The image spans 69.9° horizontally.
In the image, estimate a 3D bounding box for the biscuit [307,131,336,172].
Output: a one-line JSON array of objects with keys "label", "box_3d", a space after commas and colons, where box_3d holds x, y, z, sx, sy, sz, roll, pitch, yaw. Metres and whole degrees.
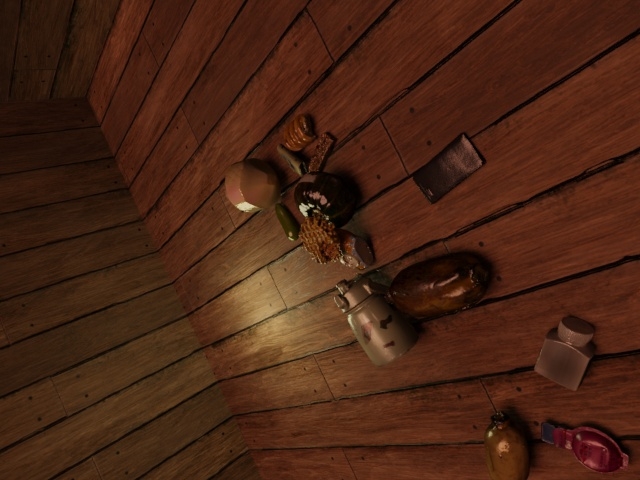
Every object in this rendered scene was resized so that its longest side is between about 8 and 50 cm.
[{"label": "biscuit", "box_3d": [0.002, -0.344, 1.854, 0.064, 0.034, 0.199, 48, 134, 23]}]

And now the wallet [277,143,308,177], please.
[{"label": "wallet", "box_3d": [-0.118, -0.332, 1.936, 0.155, 0.039, 0.110, 45, 170, 31]}]

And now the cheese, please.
[{"label": "cheese", "box_3d": [0.811, 0.635, 1.418, 0.244, 0.062, 0.155, 7, 110, 45]}]

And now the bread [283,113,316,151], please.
[{"label": "bread", "box_3d": [-0.089, -0.437, 1.877, 0.177, 0.084, 0.119, -28, 85, 52]}]

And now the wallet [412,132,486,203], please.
[{"label": "wallet", "box_3d": [0.411, -0.229, 1.495, 0.124, 0.025, 0.244, 58, 137, 11]}]

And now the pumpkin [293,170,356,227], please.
[{"label": "pumpkin", "box_3d": [0.029, -0.163, 1.801, 0.260, 0.189, 0.260, 27, 156, 14]}]

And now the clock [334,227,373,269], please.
[{"label": "clock", "box_3d": [0.116, 0.037, 1.818, 0.144, 0.103, 0.231, 1, 135, 44]}]

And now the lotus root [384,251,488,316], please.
[{"label": "lotus root", "box_3d": [0.385, 0.160, 1.566, 0.397, 0.179, 0.196, -21, 89, 47]}]

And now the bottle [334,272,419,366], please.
[{"label": "bottle", "box_3d": [0.201, 0.284, 1.772, 0.352, 0.229, 0.229, 53, 136, 6]}]

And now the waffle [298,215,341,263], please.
[{"label": "waffle", "box_3d": [0.000, 0.000, 1.756, 0.197, 0.070, 0.193, 22, 131, 39]}]

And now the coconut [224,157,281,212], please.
[{"label": "coconut", "box_3d": [-0.296, -0.248, 2.042, 0.259, 0.259, 0.259, 20, 120, 39]}]

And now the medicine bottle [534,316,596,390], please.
[{"label": "medicine bottle", "box_3d": [0.729, 0.327, 1.353, 0.132, 0.088, 0.189, 26, 123, 36]}]

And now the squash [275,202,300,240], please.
[{"label": "squash", "box_3d": [-0.153, -0.087, 2.102, 0.066, 0.066, 0.201, -47, 65, 45]}]

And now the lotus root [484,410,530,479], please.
[{"label": "lotus root", "box_3d": [0.633, 0.713, 1.561, 0.160, 0.146, 0.284, -129, 25, -76]}]
